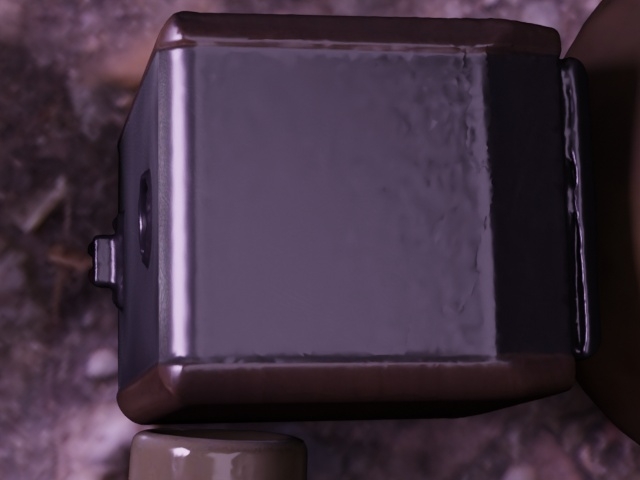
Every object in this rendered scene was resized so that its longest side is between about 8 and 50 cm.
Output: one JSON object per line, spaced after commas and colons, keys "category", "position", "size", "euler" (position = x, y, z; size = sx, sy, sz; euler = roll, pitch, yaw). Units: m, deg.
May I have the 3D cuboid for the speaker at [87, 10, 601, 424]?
{"category": "speaker", "position": [0.000, 0.000, 0.806], "size": [0.192, 0.231, 0.153], "euler": [1, 82, -11]}

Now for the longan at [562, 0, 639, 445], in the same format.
{"category": "longan", "position": [0.240, -0.013, 0.836], "size": [0.297, 0.297, 0.297], "euler": [1, 82, -10]}

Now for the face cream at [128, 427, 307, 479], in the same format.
{"category": "face cream", "position": [-0.054, 0.259, 0.845], "size": [0.137, 0.084, 0.341], "euler": [4, 88, -24]}
